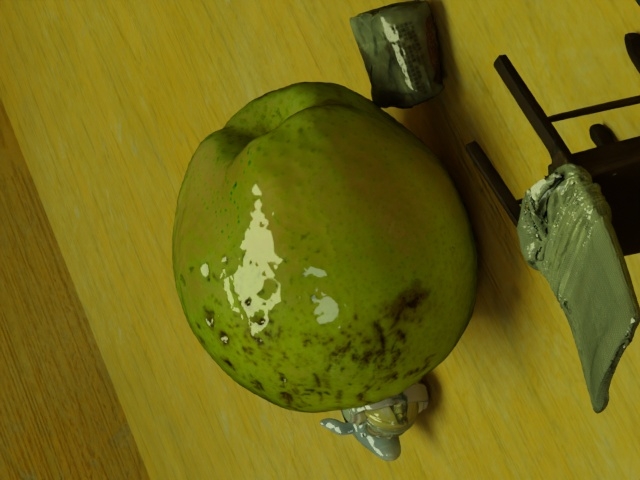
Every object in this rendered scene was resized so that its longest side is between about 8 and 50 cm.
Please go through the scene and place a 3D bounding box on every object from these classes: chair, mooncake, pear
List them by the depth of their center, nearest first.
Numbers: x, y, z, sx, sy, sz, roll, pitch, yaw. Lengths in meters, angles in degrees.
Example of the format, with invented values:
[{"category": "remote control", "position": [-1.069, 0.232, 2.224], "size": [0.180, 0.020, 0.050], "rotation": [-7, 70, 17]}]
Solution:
[{"category": "chair", "position": [0.271, -0.022, 1.600], "size": [0.160, 0.186, 0.319], "rotation": [103, 149, -49]}, {"category": "mooncake", "position": [0.098, -0.217, 2.059], "size": [0.130, 0.073, 0.125], "rotation": [6, 113, 69]}, {"category": "pear", "position": [0.000, 0.000, 2.059], "size": [0.391, 0.391, 0.391], "rotation": [49, 148, 48]}]

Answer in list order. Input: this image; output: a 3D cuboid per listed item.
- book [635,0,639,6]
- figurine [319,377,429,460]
[{"category": "book", "position": [0.267, -0.364, 1.601], "size": [0.191, 0.025, 0.269], "rotation": [105, 144, -52]}, {"category": "figurine", "position": [0.069, 0.194, 2.348], "size": [0.184, 0.128, 0.209], "rotation": [143, 115, -65]}]
